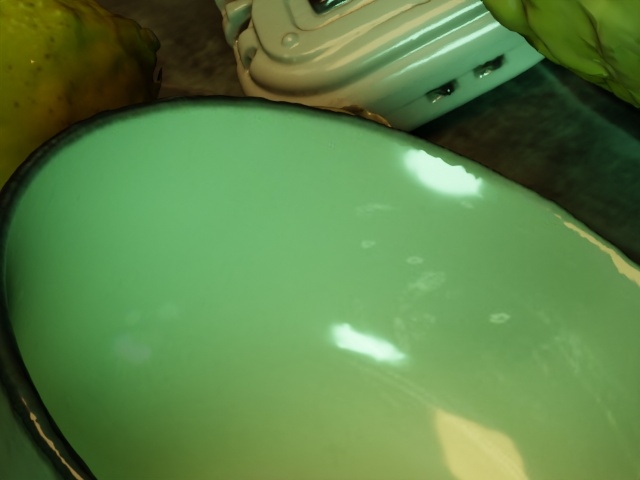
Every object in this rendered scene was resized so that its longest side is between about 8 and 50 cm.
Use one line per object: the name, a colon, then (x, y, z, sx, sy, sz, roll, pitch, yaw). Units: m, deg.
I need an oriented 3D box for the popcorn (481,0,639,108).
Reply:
popcorn: (0.236, -0.206, 0.756, 0.390, 0.344, 0.354, 16, 56, 29)

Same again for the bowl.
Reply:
bowl: (0.005, 0.112, 0.664, 0.185, 0.354, 0.354, -65, 32, 31)

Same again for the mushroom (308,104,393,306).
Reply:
mushroom: (0.000, 0.000, 0.869, 0.154, 0.122, 0.154, -4, 85, 48)

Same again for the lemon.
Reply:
lemon: (-0.235, -0.049, 0.955, 0.310, 0.253, 0.253, -28, 43, 1)

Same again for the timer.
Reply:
timer: (0.044, -0.182, 1.031, 0.237, 0.087, 0.262, -26, 43, 7)
